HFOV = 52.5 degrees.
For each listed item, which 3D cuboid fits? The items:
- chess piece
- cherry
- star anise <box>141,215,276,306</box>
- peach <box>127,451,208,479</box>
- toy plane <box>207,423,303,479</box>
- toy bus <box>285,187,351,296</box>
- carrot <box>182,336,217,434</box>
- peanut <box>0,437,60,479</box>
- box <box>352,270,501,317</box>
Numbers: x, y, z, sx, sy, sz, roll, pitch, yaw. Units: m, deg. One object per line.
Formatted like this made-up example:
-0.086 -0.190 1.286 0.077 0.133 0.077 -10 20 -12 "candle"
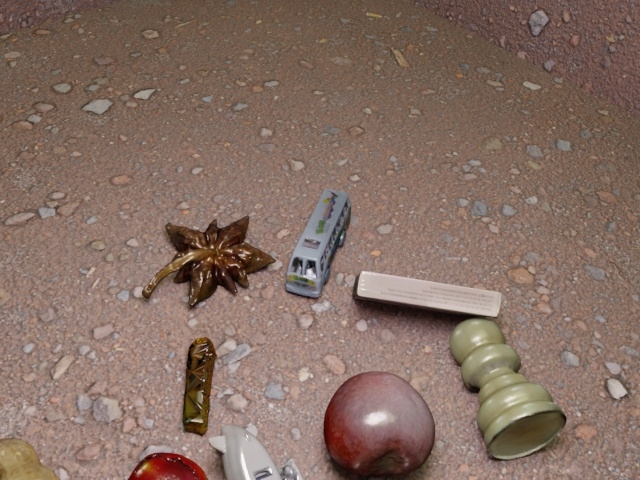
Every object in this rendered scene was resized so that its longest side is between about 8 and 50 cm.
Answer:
0.407 0.316 1.508 0.182 0.182 0.330 -5 41 -13 "chess piece"
0.119 0.374 1.371 0.240 0.206 0.239 -3 52 3 "cherry"
-0.293 0.045 1.711 0.350 0.108 0.292 -5 41 -12 "star anise"
-0.296 0.483 1.279 0.172 0.092 0.127 11 42 6 "peach"
-0.140 0.478 1.288 0.245 0.117 0.244 25 38 -22 "toy plane"
0.000 0.000 1.777 0.109 0.136 0.329 14 44 9 "toy bus"
-0.274 0.324 1.463 0.069 0.069 0.228 3 46 -6 "carrot"
-0.589 0.458 1.265 0.228 0.085 0.104 36 61 27 "peanut"
0.258 0.139 1.638 0.344 0.200 0.065 9 83 0 "box"
